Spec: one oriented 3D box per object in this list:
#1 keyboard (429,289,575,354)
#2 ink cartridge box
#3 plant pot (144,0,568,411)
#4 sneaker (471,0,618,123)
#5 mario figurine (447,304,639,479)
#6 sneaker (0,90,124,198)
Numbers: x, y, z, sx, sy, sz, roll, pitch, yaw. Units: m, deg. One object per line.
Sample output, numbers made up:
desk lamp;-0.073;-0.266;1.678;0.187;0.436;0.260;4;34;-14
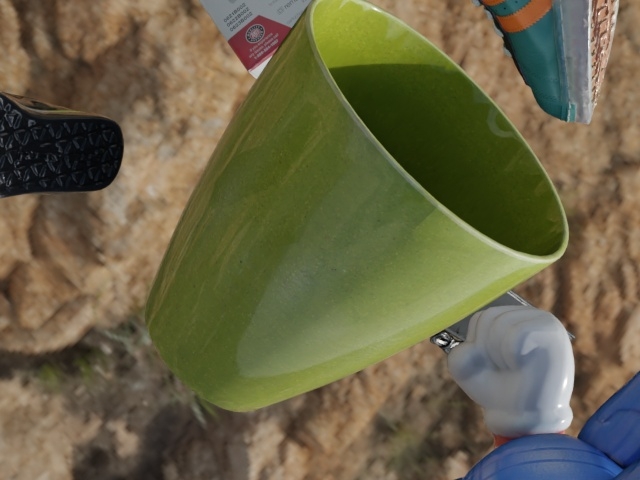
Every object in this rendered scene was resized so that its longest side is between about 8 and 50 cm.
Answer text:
keyboard;0.150;0.076;1.330;0.108;0.023;0.180;-24;146;25
ink cartridge box;-0.051;-0.260;1.455;0.128;0.176;0.127;-37;164;10
plant pot;0.000;0.000;1.177;0.275;0.274;0.293;21;125;-42
sneaker;0.128;-0.203;0.966;0.302;0.121;0.108;72;33;-44
mario figurine;0.059;0.130;0.598;0.320;0.170;0.198;-49;160;21
sneaker;-0.253;-0.074;1.099;0.235;0.097;0.084;11;94;-56
